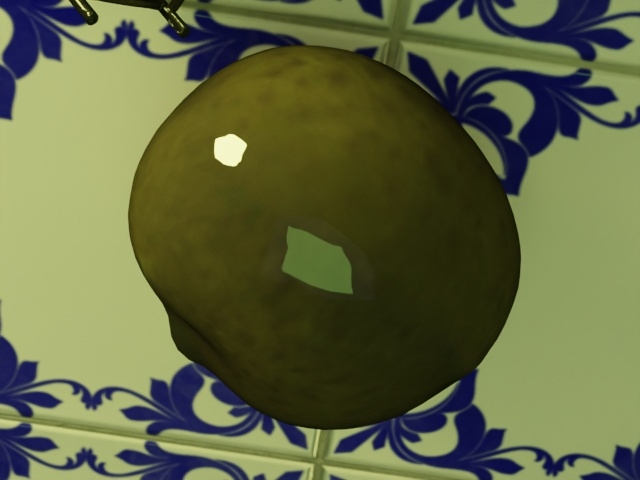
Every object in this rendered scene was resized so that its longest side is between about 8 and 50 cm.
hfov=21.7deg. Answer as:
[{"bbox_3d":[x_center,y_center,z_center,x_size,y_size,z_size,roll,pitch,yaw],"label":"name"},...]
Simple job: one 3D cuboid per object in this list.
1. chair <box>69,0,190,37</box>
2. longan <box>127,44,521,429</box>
[{"bbox_3d":[-0.195,-0.312,1.438,0.260,0.141,0.154,51,118,26],"label":"chair"},{"bbox_3d":[0.000,0.000,1.498,0.361,0.361,0.361,1,119,2],"label":"longan"}]
